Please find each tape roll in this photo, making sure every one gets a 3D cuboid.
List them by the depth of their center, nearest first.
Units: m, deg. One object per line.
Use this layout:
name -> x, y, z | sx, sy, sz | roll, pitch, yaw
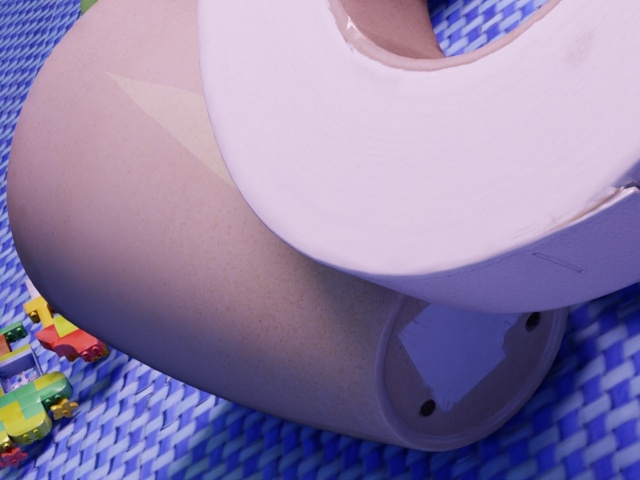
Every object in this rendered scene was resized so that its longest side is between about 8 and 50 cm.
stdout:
tape roll -> 0.091, -0.161, 0.816 | 0.392, 0.072, 0.392 | -21, 60, 43

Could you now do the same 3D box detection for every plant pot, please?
plant pot -> 0.000, 0.000, 1.033 | 0.256, 0.256, 0.274 | -47, 42, -7

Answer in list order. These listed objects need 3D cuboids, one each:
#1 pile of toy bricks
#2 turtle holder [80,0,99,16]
pile of toy bricks -> -0.229, 0.114, 1.350 | 0.212, 0.118, 0.105 | -27, 54, -2
turtle holder -> -0.098, -0.351, 1.755 | 0.227, 0.243, 0.320 | 171, 101, -73
